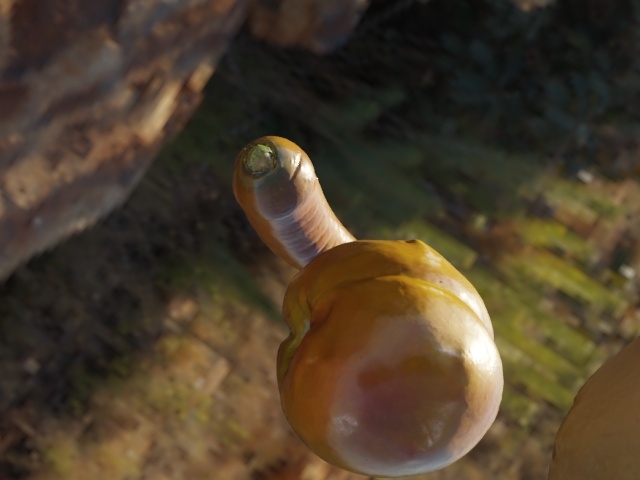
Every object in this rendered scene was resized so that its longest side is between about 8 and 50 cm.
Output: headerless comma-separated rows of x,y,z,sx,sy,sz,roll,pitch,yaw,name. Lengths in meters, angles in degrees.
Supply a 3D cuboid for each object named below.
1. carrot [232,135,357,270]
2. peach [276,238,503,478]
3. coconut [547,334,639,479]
0.000,0.000,1.463,0.066,0.062,0.271,-40,143,-2,carrot
0.039,0.069,1.117,0.138,0.138,0.138,-42,152,-28,peach
0.238,0.123,0.641,0.352,0.352,0.353,-42,152,-28,coconut
